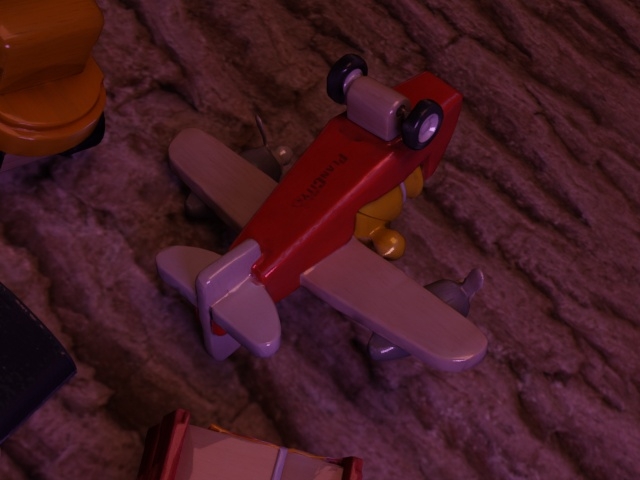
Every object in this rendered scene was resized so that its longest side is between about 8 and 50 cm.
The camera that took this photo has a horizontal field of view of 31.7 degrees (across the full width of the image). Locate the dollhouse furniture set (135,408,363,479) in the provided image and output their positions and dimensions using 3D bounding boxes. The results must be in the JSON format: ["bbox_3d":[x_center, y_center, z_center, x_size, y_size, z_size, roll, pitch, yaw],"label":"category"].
[{"bbox_3d":[-0.107,0.366,1.083,0.201,0.152,0.374,19,66,-13],"label":"dollhouse furniture set"}]

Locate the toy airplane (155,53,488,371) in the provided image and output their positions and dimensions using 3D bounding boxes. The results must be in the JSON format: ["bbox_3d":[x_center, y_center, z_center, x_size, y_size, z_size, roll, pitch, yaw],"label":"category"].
[{"bbox_3d":[0.000,0.000,1.347,0.384,0.272,0.386,-10,62,12],"label":"toy airplane"}]

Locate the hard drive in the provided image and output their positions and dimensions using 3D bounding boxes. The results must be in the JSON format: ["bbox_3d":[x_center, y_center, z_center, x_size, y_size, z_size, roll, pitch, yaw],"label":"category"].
[{"bbox_3d":[-0.395,0.094,1.180,0.255,0.054,0.172,39,48,5],"label":"hard drive"}]

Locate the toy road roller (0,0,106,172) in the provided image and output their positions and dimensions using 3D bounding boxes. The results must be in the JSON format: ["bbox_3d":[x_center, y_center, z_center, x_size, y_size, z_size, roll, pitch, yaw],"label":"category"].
[{"bbox_3d":[-0.377,-0.241,1.309,0.202,0.240,0.329,-24,74,-38],"label":"toy road roller"}]
